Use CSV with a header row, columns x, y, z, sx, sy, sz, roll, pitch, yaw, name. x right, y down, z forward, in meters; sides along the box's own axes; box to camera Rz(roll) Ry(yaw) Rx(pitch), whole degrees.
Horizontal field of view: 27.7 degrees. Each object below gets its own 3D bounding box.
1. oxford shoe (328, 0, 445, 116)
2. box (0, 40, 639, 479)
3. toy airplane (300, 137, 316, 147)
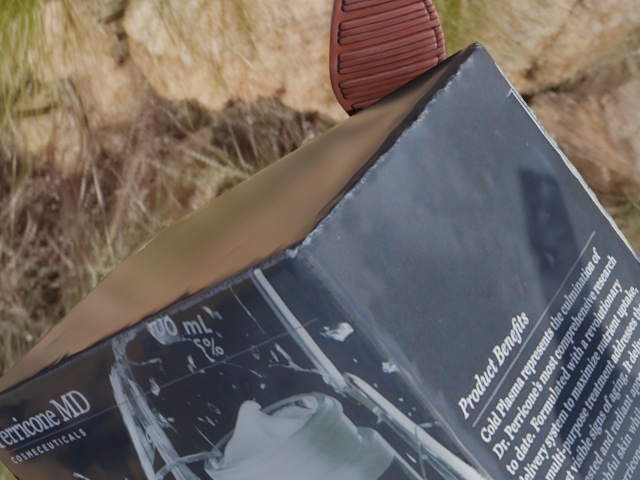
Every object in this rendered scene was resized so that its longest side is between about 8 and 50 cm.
x,y,z,sx,sy,sz,roll,pitch,yaw,name
0.069,-0.194,1.407,0.123,0.130,0.348,-10,140,1,oxford shoe
0.048,0.176,1.066,0.480,0.297,0.472,-27,104,45,box
-0.025,0.107,1.666,0.272,0.384,0.386,-15,165,-45,toy airplane
